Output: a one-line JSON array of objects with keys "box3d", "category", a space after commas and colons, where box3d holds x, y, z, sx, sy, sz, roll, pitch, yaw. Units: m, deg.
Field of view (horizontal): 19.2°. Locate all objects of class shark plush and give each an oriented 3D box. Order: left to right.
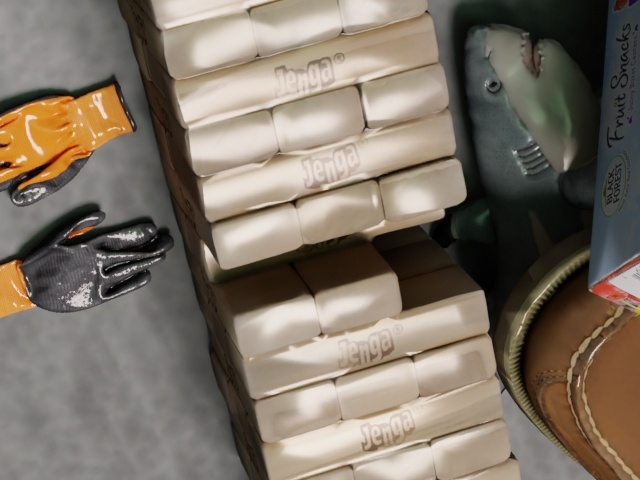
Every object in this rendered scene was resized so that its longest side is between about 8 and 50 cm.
[{"box3d": [0.075, -0.006, 0.726, 0.067, 0.073, 0.161, 10, 130, 0], "category": "shark plush"}]

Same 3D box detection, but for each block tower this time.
[{"box3d": [0.000, 0.000, 0.668, 0.097, 0.091, 0.335, -16, 114, -11], "category": "block tower"}]

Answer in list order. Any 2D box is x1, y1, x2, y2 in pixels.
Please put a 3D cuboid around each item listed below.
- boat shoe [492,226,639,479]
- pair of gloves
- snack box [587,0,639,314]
[{"box3d": [0.195, 0.090, 0.720, 0.307, 0.104, 0.110, 29, 104, -36], "category": "boat shoe"}, {"box3d": [-0.095, -0.012, 0.679, 0.074, 0.010, 0.083, -19, 115, -9], "category": "pair of gloves"}, {"box3d": [0.199, -0.028, 0.673, 0.207, 0.174, 0.070, 24, 146, -22], "category": "snack box"}]
